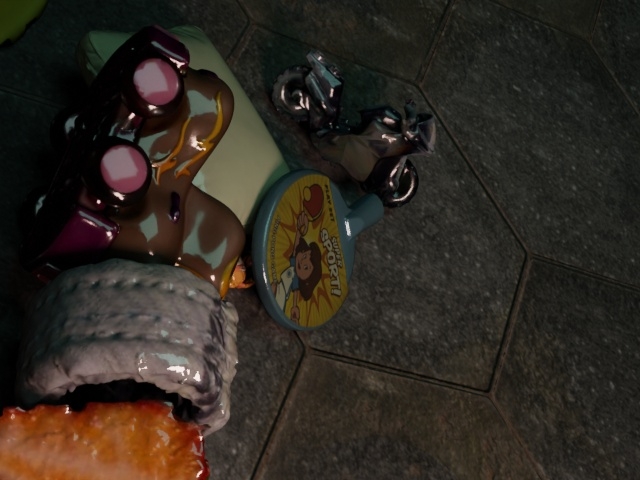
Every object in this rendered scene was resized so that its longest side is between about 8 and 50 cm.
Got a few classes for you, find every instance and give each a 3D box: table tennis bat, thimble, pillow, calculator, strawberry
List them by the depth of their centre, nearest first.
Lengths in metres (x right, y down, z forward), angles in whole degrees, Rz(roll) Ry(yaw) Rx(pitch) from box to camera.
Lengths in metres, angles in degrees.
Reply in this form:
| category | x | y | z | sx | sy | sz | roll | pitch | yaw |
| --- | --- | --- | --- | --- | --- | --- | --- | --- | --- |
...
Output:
| category | x | y | z | sx | sy | sz | roll | pitch | yaw |
| --- | --- | --- | --- | --- | --- | --- | --- | --- | --- |
| strawberry | -0.252 | 0.305 | 1.737 | 0.280 | 0.150 | 0.253 | -1 | 72 | -2 |
| thimble | -0.215 | 0.140 | 1.827 | 0.217 | 0.246 | 0.157 | 61 | 22 | -47 |
| calculator | -0.449 | -0.316 | 2.141 | 0.157 | 0.033 | 0.236 | 45 | 40 | -7 |
| pillow | -0.172 | -0.143 | 2.194 | 0.255 | 0.120 | 0.322 | -16 | 71 | -54 |
| table tennis bat | 0.000 | 0.000 | 2.241 | 0.329 | 0.044 | 0.215 | -31 | 114 | -56 |

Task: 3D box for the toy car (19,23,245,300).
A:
| category | x | y | z | sx | sy | sz | roll | pitch | yaw |
| --- | --- | --- | --- | --- | --- | --- | --- | --- | --- |
| toy car | -0.197 | -0.065 | 1.956 | 0.240 | 0.271 | 0.340 | 27 | 68 | -21 |

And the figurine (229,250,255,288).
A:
| category | x | y | z | sx | sy | sz | roll | pitch | yaw |
| --- | --- | --- | --- | --- | --- | --- | --- | --- | --- |
| figurine | -0.091 | 0.034 | 2.180 | 0.109 | 0.064 | 0.047 | -21 | 96 | -40 |

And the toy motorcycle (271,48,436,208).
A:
| category | x | y | z | sx | sy | sz | roll | pitch | yaw |
| --- | --- | --- | --- | --- | --- | --- | --- | --- | --- |
| toy motorcycle | 0.062 | -0.175 | 2.420 | 0.270 | 0.159 | 0.106 | 45 | 17 | -9 |
